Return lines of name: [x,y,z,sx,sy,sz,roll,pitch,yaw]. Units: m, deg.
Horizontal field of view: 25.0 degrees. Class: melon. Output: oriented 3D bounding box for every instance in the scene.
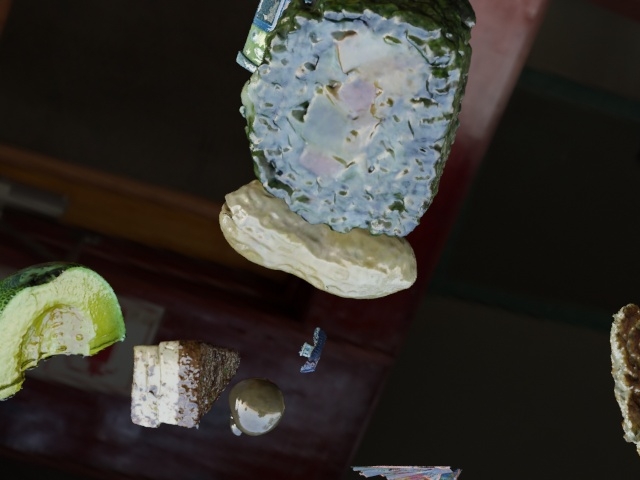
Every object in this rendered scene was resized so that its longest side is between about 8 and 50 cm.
melon: [-0.424,0.104,2.096,0.265,0.169,0.129,-24,-142,-39]

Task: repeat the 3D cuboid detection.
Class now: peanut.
peanut: [0.000,0.000,2.191,0.313,0.149,0.149,21,-167,1]

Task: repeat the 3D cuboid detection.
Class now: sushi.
sushi: [0.046,-0.190,1.980,0.294,0.352,0.178,16,-152,5]

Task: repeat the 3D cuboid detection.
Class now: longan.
longan: [-0.120,0.298,2.567,0.106,0.119,0.106,38,-157,-19]

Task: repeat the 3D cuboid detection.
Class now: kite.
kite: [0.150,0.370,2.231,0.183,0.014,0.241,-15,155,37]

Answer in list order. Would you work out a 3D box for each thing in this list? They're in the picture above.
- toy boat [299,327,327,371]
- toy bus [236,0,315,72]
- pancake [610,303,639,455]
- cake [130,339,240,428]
toy boat: [-0.016,0.181,2.380,0.038,0.083,0.038,16,155,8]
toy bus: [0.017,-0.360,2.599,0.312,0.190,0.152,-2,-153,-47]
pancake: [0.493,0.202,2.000,0.212,0.257,0.056,8,160,-36]
cake: [-0.202,0.177,2.219,0.112,0.135,0.246,5,-156,16]
